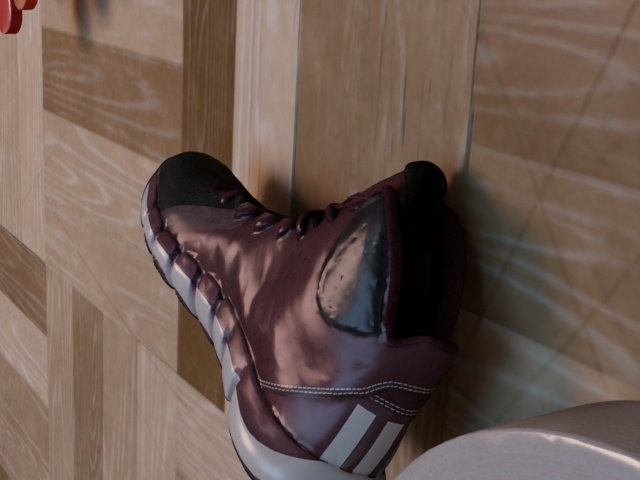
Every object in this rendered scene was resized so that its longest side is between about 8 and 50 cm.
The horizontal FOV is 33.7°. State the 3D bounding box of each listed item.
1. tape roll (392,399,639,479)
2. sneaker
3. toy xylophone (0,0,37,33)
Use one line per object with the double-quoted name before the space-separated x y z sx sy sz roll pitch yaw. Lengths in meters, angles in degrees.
"tape roll" 0.135 0.260 0.417 0.392 0.072 0.392 17 110 55
"sneaker" 0.000 0.000 0.586 0.162 0.106 0.281 -54 43 23
"toy xylophone" -0.221 -0.318 0.870 0.323 0.081 0.236 -17 81 58
